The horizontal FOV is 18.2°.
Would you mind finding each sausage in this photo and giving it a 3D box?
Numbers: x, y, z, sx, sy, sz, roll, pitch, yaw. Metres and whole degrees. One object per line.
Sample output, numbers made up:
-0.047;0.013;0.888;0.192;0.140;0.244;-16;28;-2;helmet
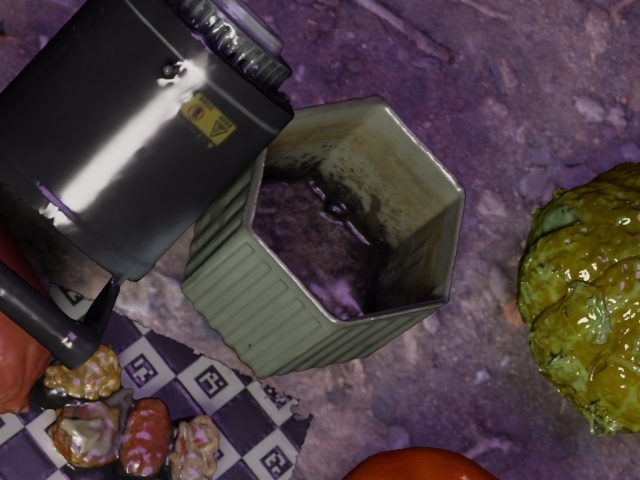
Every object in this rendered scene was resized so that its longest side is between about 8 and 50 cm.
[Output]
-0.320;0.039;1.742;0.148;0.148;0.254;-20;78;-30;sausage

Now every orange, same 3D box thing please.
0.337;0.049;1.995;0.301;0.223;0.300;10;60;-20;orange

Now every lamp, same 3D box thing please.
-0.157;-0.108;1.732;0.205;0.272;0.374;41;26;-18;lamp

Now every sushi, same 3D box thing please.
-0.157;0.194;1.806;0.290;0.050;0.264;29;60;-12;sushi

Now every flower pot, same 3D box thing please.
0.000;0.000;1.878;0.209;0.189;0.239;19;64;-17;flower pot

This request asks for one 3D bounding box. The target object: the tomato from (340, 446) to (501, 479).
0.087;0.318;1.792;0.260;0.180;0.260;8;66;-19;tomato
